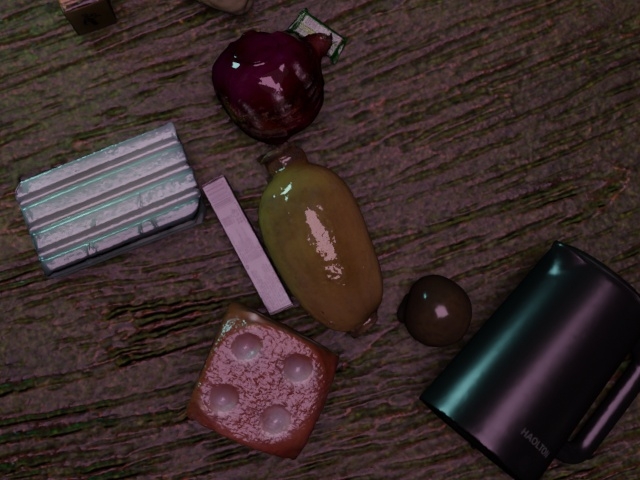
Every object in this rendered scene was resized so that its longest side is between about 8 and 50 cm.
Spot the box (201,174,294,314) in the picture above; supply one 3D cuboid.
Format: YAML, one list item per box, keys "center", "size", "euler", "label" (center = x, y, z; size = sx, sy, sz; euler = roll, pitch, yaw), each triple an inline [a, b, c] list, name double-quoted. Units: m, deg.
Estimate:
- center: [-0.107, 0.008, 1.711]
  size: [0.039, 0.055, 0.218]
  euler: [-28, 90, -2]
  label: "box"

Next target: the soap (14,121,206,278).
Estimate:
- center: [-0.304, -0.053, 1.690]
  size: [0.261, 0.094, 0.150]
  euler: [-21, 85, -2]
  label: "soap"

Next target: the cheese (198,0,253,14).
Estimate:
- center: [-0.198, -0.441, 1.675]
  size: [0.263, 0.093, 0.159]
  euler: [26, 114, -1]
  label: "cheese"

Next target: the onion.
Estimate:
- center: [-0.063, -0.249, 1.667]
  size: [0.173, 0.135, 0.198]
  euler: [28, 74, 35]
  label: "onion"

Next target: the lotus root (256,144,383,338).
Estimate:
- center: [-0.002, 0.001, 1.678]
  size: [0.146, 0.131, 0.303]
  euler: [-25, 90, -4]
  label: "lotus root"

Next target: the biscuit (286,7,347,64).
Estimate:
- center: [-0.002, -0.307, 1.742]
  size: [0.089, 0.016, 0.046]
  euler: [35, 89, -1]
  label: "biscuit"

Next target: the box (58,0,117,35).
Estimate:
- center: [-0.363, -0.427, 1.661]
  size: [0.070, 0.152, 0.237]
  euler: [-16, 90, -4]
  label: "box"

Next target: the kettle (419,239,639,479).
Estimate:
- center: [0.337, 0.193, 1.658]
  size: [0.262, 0.203, 0.308]
  euler: [40, 84, 1]
  label: "kettle"

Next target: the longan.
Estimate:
- center: [0.165, 0.103, 1.706]
  size: [0.119, 0.106, 0.106]
  euler: [0, 88, 39]
  label: "longan"

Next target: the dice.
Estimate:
- center: [-0.081, 0.197, 1.648]
  size: [0.179, 0.175, 0.174]
  euler: [23, 87, -1]
  label: "dice"
